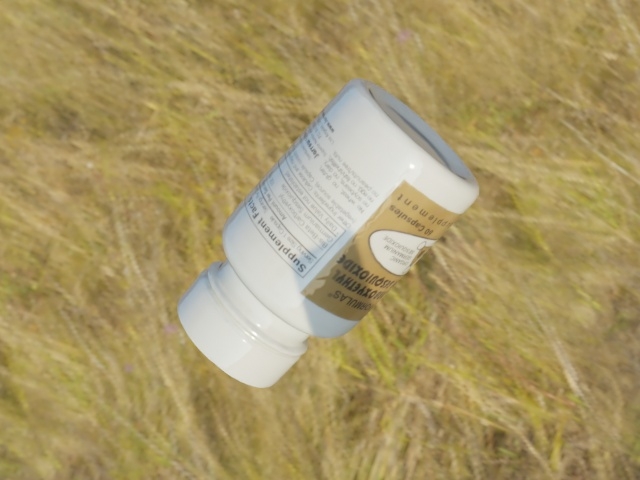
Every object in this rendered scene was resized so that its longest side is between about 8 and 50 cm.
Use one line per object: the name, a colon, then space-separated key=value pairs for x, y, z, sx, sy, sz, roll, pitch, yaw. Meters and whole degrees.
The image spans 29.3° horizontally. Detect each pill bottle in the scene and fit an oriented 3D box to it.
pill bottle: x=0.000 y=0.000 z=0.939 sx=0.229 sy=0.131 sz=0.131 roll=-47 pitch=41 yaw=16
